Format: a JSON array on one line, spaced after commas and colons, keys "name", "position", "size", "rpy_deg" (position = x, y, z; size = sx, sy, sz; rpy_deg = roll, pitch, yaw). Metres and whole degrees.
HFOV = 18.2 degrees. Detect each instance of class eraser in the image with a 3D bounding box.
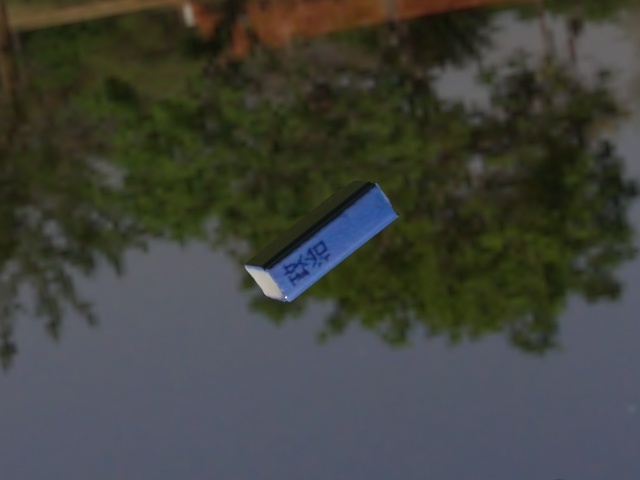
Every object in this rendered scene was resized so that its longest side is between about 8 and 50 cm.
[{"name": "eraser", "position": [0.000, 0.000, 1.179], "size": [0.085, 0.027, 0.063], "rpy_deg": [-38, -171, -11]}]
